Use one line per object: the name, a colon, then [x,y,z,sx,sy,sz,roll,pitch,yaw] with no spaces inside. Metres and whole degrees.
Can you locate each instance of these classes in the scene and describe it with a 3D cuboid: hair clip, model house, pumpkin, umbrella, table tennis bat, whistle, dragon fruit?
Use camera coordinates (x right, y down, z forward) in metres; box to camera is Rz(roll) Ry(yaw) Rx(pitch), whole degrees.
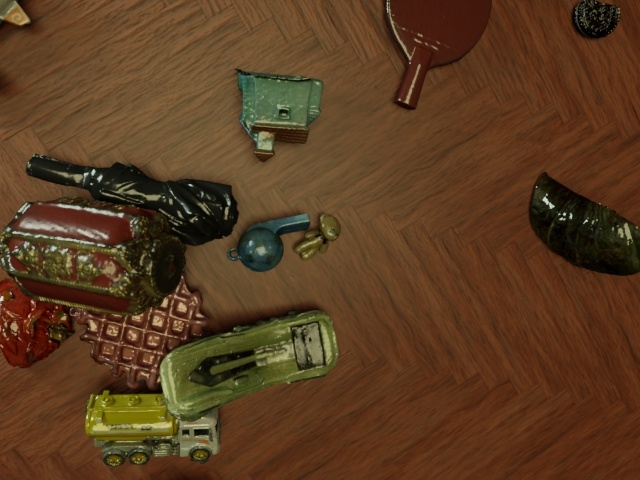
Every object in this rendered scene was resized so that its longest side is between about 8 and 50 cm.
hair clip: [-0.128,0.214,0.947,0.321,0.091,0.138,-10,86,-27]
model house: [-0.077,-0.210,0.900,0.148,0.119,0.148,5,108,-12]
pumpkin: [0.532,-0.004,1.009,0.278,0.163,0.111,40,89,-12]
umbrella: [-0.304,-0.077,0.874,0.340,0.118,0.118,16,95,-12]
table tennis bat: [0.203,-0.392,0.954,0.200,0.038,0.310,17,94,-12]
whistle: [-0.088,0.011,0.938,0.158,0.090,0.090,-11,100,-10]
dragon fruit: [-0.482,0.142,0.889,0.106,0.083,0.162,-8,97,-12]

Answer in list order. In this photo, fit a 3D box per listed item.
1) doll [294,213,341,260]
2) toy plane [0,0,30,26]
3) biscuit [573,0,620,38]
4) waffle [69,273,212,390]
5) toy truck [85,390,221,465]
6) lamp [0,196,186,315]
doll: [-0.003,-0.005,0.978,0.093,0.051,0.061,-31,130,17]
toy plane: [-0.562,-0.338,0.782,0.245,0.117,0.244,-2,100,-11]
biscuit: [0.532,-0.432,1.015,0.089,0.027,0.087,-43,104,-1]
waffle: [-0.307,0.153,0.933,0.221,0.055,0.234,-28,103,-5]
toy truck: [-0.288,0.319,0.923,0.227,0.098,0.114,2,118,-11]
lamp: [-0.352,0.022,0.822,0.274,0.177,0.177,6,98,13]
